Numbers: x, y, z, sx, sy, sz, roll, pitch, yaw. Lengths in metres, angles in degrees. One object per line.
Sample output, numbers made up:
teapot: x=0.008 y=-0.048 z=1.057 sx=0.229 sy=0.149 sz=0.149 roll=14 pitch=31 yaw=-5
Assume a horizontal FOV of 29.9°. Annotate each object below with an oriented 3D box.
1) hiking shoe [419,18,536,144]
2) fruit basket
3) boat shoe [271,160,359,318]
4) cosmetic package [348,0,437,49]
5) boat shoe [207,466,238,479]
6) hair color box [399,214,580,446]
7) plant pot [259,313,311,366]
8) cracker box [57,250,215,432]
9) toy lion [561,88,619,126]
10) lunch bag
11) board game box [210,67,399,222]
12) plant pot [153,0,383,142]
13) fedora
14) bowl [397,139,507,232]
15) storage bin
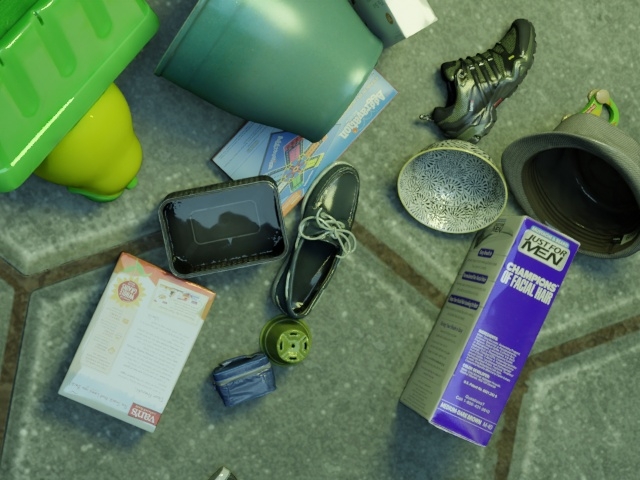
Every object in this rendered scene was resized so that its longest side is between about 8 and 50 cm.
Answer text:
hiking shoe: x=0.251 y=-0.262 z=1.878 sx=0.114 sy=0.086 sz=0.227 roll=31 pitch=87 yaw=-13
fruit basket: x=-0.399 y=-0.217 z=1.693 sx=0.283 sy=0.392 sz=0.392 roll=26 pitch=87 yaw=19
boat shoe: x=0.000 y=0.000 z=1.836 sx=0.095 sy=0.079 sz=0.254 roll=28 pitch=89 yaw=-21
cosmetic package: x=0.094 y=-0.336 z=1.769 sx=0.060 sy=0.239 sz=0.099 roll=-34 pitch=97 yaw=-9
boat shoe: x=-0.181 y=0.413 z=1.840 sx=0.040 sy=0.049 sz=0.142 roll=43 pitch=82 yaw=-9
hair color box: x=0.256 y=0.131 z=1.842 sx=0.110 sy=0.185 sz=0.339 roll=24 pitch=88 yaw=-10
plant pot: x=-0.047 y=0.158 z=1.840 sx=0.083 sy=0.079 sz=0.083 roll=0 pitch=91 yaw=-11
cracker box: x=-0.276 y=0.152 z=1.805 sx=0.155 sy=0.067 sz=0.232 roll=25 pitch=86 yaw=-9
toy lion: x=0.447 y=-0.182 z=1.947 sx=0.100 sy=0.034 sz=0.096 roll=-43 pitch=105 yaw=-7
lunch bag: x=-0.121 y=0.209 z=1.835 sx=0.098 sy=0.067 sz=0.065 roll=-18 pitch=95 yaw=-8
board game box: x=-0.023 y=-0.178 z=1.861 sx=0.145 sy=0.027 sz=0.281 roll=44 pitch=84 yaw=-7
plant pot: x=-0.060 y=-0.280 z=1.725 sx=0.255 sy=0.271 sz=0.272 roll=34 pitch=86 yaw=-9
fedora: x=0.424 y=-0.102 z=1.866 sx=0.275 sy=0.243 sz=0.124 roll=48 pitch=55 yaw=-20
bowl: x=0.210 y=-0.100 z=1.865 sx=0.170 sy=0.170 sz=0.080 roll=30 pitch=43 yaw=-10
storage bin: x=-0.144 y=-0.022 z=1.799 sx=0.180 sy=0.084 sz=0.122 roll=-11 pitch=100 yaw=0
